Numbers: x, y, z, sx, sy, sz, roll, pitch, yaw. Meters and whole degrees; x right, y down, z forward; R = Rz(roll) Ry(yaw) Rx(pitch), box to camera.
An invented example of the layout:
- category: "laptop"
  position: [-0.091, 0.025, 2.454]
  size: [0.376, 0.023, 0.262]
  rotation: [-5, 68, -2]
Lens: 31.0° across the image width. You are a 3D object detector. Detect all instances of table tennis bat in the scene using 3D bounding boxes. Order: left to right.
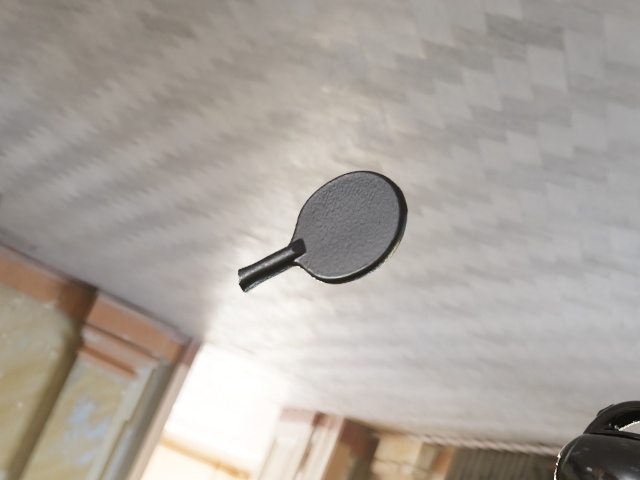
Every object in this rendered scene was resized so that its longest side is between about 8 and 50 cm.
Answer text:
- category: "table tennis bat"
  position: [0.000, 0.000, 1.421]
  size: [0.236, 0.150, 0.027]
  rotation: [-28, 144, 16]

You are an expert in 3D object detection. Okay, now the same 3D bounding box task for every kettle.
- category: "kettle"
  position: [0.551, 0.405, 1.964]
  size: [0.290, 0.268, 0.207]
  rotation: [25, 157, 39]
